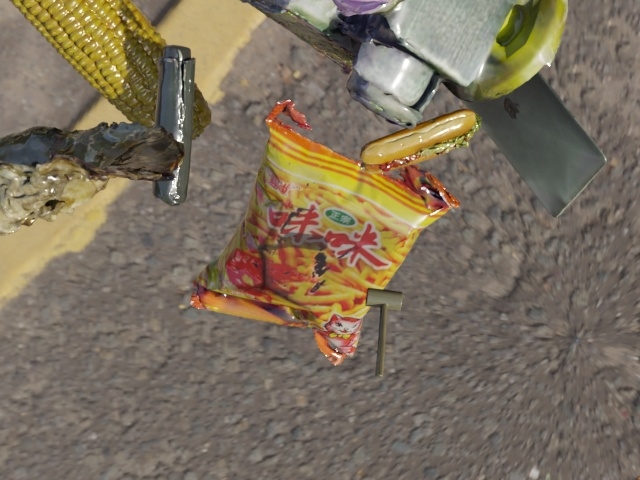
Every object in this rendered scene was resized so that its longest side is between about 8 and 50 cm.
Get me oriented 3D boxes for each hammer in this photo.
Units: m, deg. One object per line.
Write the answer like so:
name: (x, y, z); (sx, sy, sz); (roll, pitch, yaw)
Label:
hammer: (0.058, 0.089, 1.083); (0.036, 0.019, 0.110); (8, 44, 0)

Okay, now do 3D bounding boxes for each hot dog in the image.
hot dog: (0.064, -0.059, 0.709); (0.083, 0.037, 0.021); (-21, 70, -1)

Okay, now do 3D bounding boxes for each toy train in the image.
toy train: (0.067, -0.197, 0.632); (0.177, 0.134, 0.260); (30, 92, 47)

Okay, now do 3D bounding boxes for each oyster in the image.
oyster: (-0.165, -0.040, 0.645); (0.177, 0.105, 0.056); (0, 114, 8)

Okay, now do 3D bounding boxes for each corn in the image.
corn: (-0.275, -0.263, 1.433); (0.120, 0.120, 0.363); (-41, 113, 6)

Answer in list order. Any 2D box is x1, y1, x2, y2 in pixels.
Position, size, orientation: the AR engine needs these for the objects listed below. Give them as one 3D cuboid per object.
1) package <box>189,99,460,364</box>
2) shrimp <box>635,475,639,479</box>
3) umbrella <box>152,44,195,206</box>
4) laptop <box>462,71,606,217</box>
package: (-0.006, -0.003, 1.258); (0.223, 0.108, 0.288); (25, 119, -11)
shrimp: (0.417, 0.346, 1.410); (0.068, 0.249, 0.150); (-17, 55, 45)
umbrella: (-0.122, -0.094, 0.928); (0.036, 0.031, 0.133); (13, 107, 20)
laptop: (0.236, -0.165, 1.380); (0.015, 0.187, 0.269); (-32, 77, -16)
